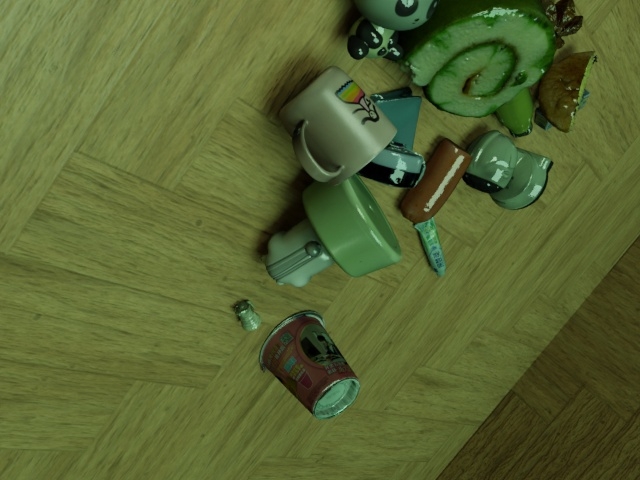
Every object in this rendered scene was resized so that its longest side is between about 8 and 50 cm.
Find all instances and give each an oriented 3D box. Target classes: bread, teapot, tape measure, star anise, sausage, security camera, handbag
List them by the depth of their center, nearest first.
[{"bbox_3d":[0.354,-0.437,1.611,0.382,0.129,0.366,-4,151,-9],"label":"bread"},{"bbox_3d":[0.161,-0.192,1.666,0.182,0.181,0.107,9,103,-29],"label":"tape measure"},{"bbox_3d":[0.176,-0.277,1.759,0.144,0.057,0.221,-13,134,-26],"label":"handbag"},{"bbox_3d":[-0.197,0.196,1.837,0.083,0.057,0.067,63,37,-47],"label":"teapot"},{"bbox_3d":[0.639,-0.580,1.886,0.196,0.111,0.212,-18,128,-41],"label":"star anise"},{"bbox_3d":[0.328,-0.160,1.960,0.114,0.113,0.259,14,113,-48],"label":"sausage"},{"bbox_3d":[0.724,-0.448,2.049,0.260,0.134,0.129,-65,159,-11],"label":"bread"},{"bbox_3d":[0.539,-0.214,2.053,0.277,0.197,0.191,21,99,-43],"label":"security camera"}]

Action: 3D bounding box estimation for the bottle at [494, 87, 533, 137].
[{"bbox_3d":[0.553,-0.388,1.961,0.112,0.112,0.260,-46,143,-1],"label":"bottle"}]

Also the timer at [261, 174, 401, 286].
[{"bbox_3d":[0.000,0.000,1.708,0.315,0.290,0.291,-32,145,14],"label":"timer"}]

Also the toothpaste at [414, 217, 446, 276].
[{"bbox_3d":[0.362,0.021,2.210,0.075,0.048,0.297,-36,138,-8],"label":"toothpaste"}]

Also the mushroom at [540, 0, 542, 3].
[{"bbox_3d":[0.479,-0.549,1.747,0.117,0.141,0.188,16,129,-15],"label":"mushroom"}]

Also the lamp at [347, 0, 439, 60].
[{"bbox_3d":[0.145,-0.499,1.435,0.198,0.197,0.244,-9,138,-38],"label":"lamp"}]

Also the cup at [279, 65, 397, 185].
[{"bbox_3d":[0.017,-0.236,1.465,0.191,0.200,0.253,-30,-162,45],"label":"cup"}]

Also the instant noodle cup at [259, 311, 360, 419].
[{"bbox_3d":[-0.020,0.376,1.999,0.244,0.255,0.244,-23,137,-23],"label":"instant noodle cup"}]

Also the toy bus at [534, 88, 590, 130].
[{"bbox_3d":[0.770,-0.422,2.176,0.190,0.064,0.075,-31,146,-19],"label":"toy bus"}]
